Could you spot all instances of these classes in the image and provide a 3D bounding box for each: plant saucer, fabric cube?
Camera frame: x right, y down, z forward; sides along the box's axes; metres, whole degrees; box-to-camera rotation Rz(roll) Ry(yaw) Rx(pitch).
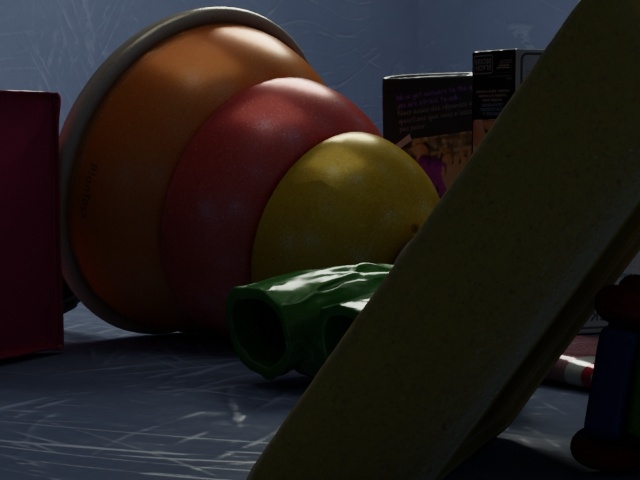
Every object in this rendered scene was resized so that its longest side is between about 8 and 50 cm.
[{"bbox_3d":[0.123,0.013,1.033,0.081,0.333,0.333,37,13,12],"label":"plant saucer"},{"bbox_3d":[-0.407,-0.014,1.630,0.258,0.254,0.259,0,2,22],"label":"fabric cube"}]

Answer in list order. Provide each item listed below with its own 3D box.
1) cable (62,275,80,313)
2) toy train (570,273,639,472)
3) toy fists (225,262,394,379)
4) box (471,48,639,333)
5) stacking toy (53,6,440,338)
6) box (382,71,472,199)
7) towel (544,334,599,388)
[{"bbox_3d":[-0.289,0.044,1.883,0.184,0.047,0.150,-25,-14,17],"label":"cable"},{"bbox_3d":[0.245,0.083,1.087,0.143,0.105,0.248,11,6,17],"label":"toy train"},{"bbox_3d":[0.048,0.073,1.383,0.142,0.096,0.279,-14,10,-29],"label":"toy fists"},{"bbox_3d":[0.245,-0.049,1.829,0.169,0.290,0.087,0,3,-27],"label":"box"},{"bbox_3d":[0.000,0.000,1.698,0.350,0.350,0.480,-3,23,-44],"label":"stacking toy"},{"bbox_3d":[0.159,-0.045,1.955,0.143,0.270,0.165,1,3,21],"label":"box"},{"bbox_3d":[0.341,0.098,1.354,0.237,0.037,0.329,-3,4,-30],"label":"towel"}]
